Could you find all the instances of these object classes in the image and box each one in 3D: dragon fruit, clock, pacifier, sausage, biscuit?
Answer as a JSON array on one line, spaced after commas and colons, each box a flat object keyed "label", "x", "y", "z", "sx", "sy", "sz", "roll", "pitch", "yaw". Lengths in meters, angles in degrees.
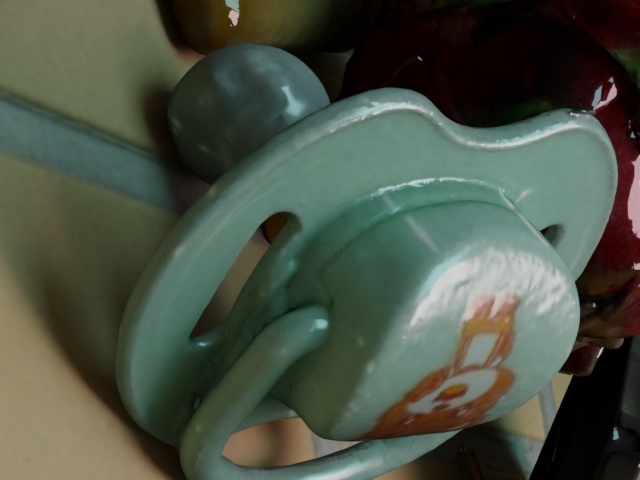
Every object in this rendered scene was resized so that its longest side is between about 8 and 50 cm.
[{"label": "dragon fruit", "x": 0.156, "y": -0.078, "z": 1.302, "sx": 0.329, "sy": 0.329, "sz": 0.329, "roll": 47, "pitch": 35, "yaw": -49}, {"label": "clock", "x": 0.189, "y": 0.174, "z": 1.416, "sx": 0.279, "sy": 0.049, "sz": 0.273, "roll": -63, "pitch": 172, "yaw": -59}, {"label": "pacifier", "x": 0.000, "y": 0.000, "z": 1.079, "sx": 0.343, "sy": 0.288, "sz": 0.269, "roll": 7, "pitch": 34, "yaw": -46}, {"label": "sausage", "x": 0.122, "y": 0.200, "z": 1.452, "sx": 0.015, "sy": 0.015, "sz": 0.100, "roll": -30, "pitch": 104, "yaw": -67}, {"label": "biscuit", "x": -0.042, "y": -0.240, "z": 1.276, "sx": 0.290, "sy": 0.062, "sz": 0.237, "roll": -12, "pitch": 88, "yaw": -67}]

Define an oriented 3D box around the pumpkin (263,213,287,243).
[{"label": "pumpkin", "x": -0.020, "y": -0.040, "z": 1.201, "sx": 0.035, "sy": 0.073, "sz": 0.101, "roll": -30, "pitch": 101, "yaw": -46}]
